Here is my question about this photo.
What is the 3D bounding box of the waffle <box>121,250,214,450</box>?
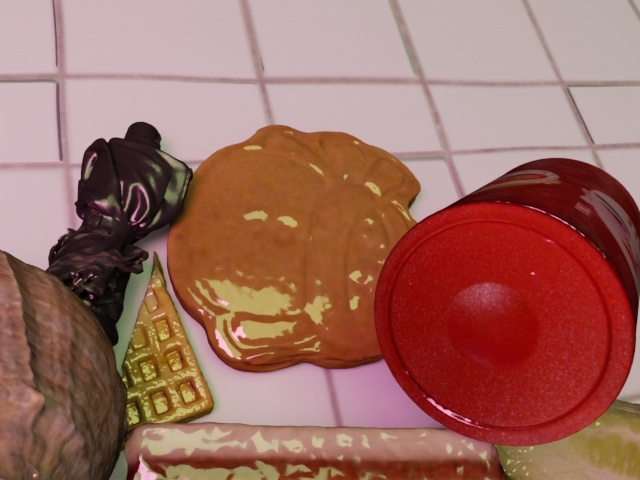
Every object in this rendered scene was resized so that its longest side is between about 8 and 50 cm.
[{"bbox_3d":[-0.194,0.107,0.666,0.125,0.032,0.191,-20,68,-23],"label":"waffle"}]

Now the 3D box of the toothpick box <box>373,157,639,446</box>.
[{"bbox_3d":[0.208,0.033,0.645,0.204,0.204,0.333,47,29,10],"label":"toothpick box"}]

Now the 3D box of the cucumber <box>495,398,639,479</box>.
[{"bbox_3d":[0.299,0.230,0.713,0.326,0.105,0.145,15,86,-9],"label":"cucumber"}]

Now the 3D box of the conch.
[{"bbox_3d":[-0.242,0.108,0.473,0.210,0.353,0.297,-42,116,-46],"label":"conch"}]

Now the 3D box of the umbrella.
[{"bbox_3d":[-0.216,-0.016,0.681,0.110,0.122,0.272,44,42,-37],"label":"umbrella"}]

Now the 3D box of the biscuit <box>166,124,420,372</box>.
[{"bbox_3d":[0.000,0.000,0.767,0.352,0.057,0.311,4,63,-15],"label":"biscuit"}]

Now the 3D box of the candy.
[{"bbox_3d":[-0.009,0.239,0.561,0.321,0.179,0.135,5,61,-15],"label":"candy"}]
